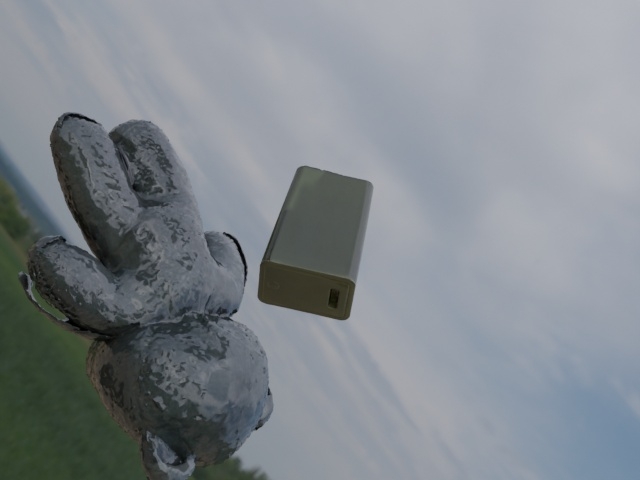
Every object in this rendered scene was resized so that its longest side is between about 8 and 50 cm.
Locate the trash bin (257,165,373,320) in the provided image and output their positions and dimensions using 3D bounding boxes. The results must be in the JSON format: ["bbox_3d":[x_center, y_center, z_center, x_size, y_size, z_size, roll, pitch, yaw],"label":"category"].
[{"bbox_3d":[0.000,0.000,0.756,0.060,0.092,0.043,13,-43,4],"label":"trash bin"}]

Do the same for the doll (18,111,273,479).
[{"bbox_3d":[-0.160,0.053,1.060,0.245,0.158,0.340,-10,68,-56],"label":"doll"}]
